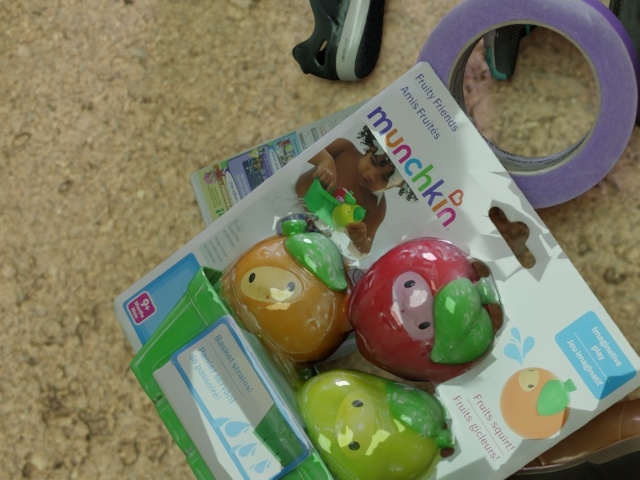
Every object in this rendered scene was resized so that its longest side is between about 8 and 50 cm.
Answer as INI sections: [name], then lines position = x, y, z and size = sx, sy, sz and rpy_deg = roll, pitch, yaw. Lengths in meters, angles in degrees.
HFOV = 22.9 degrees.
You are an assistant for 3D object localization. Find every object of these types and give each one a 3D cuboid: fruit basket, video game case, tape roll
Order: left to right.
[video game case]
position = 0.000, 0.000, 1.427
size = 0.193, 0.023, 0.212
rpy_deg = -22, 74, 10
[fruit basket]
position = 0.030, 0.079, 1.288
size = 0.353, 0.165, 0.327
rpy_deg = -38, 73, 17
[tape roll]
position = 0.176, -0.125, 1.338
size = 0.189, 0.080, 0.189
rpy_deg = 3, 103, 13

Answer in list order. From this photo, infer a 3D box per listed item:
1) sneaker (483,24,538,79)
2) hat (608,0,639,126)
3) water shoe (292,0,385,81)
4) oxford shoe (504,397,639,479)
[sneaker]
position = 0.190, -0.221, 1.402
size = 0.076, 0.065, 0.166
rpy_deg = 12, 84, 13
[hat]
position = 0.391, -0.214, 1.305
size = 0.331, 0.134, 0.331
rpy_deg = -4, 77, 16
[water shoe]
position = 0.021, -0.248, 1.450
size = 0.080, 0.073, 0.203
rpy_deg = 7, 79, 20
[oxford shoe]
position = 0.195, 0.184, 1.317
size = 0.212, 0.076, 0.076
rpy_deg = -17, 43, 15
